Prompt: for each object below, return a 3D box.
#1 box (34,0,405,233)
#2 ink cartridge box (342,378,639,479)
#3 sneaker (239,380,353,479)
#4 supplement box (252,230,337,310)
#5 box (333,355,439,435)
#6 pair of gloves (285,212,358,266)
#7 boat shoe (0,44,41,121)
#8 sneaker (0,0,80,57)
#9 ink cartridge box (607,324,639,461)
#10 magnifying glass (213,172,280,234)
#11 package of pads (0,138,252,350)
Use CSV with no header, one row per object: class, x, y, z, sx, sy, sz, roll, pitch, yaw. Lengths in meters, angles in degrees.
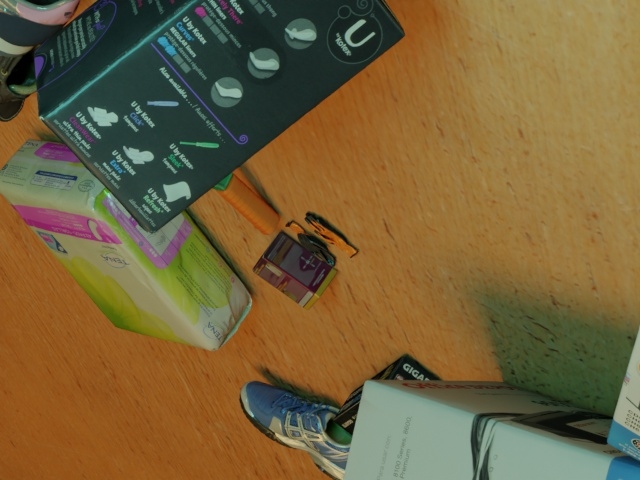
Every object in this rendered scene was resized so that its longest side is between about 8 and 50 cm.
box,-0.088,-0.162,1.427,0.143,0.270,0.165,48,-171,-27
ink cartridge box,0.257,0.268,1.776,0.394,0.166,0.285,15,-176,38
sneaker,-0.014,0.245,2.360,0.211,0.080,0.081,29,133,12
supplement box,-0.030,0.036,2.022,0.083,0.043,0.055,36,156,-2
box,0.126,0.238,2.173,0.175,0.051,0.220,37,155,-3
pair of gloves,0.000,0.000,1.959,0.074,0.010,0.083,41,156,-12
boat shoe,-0.354,-0.194,1.984,0.073,0.080,0.223,37,152,10
sneaker,-0.368,-0.332,1.755,0.131,0.112,0.319,-21,124,42
ink cartridge box,0.368,0.102,1.480,0.171,0.168,0.233,28,154,17
magnifying glass,-0.120,-0.078,1.902,0.026,0.092,0.231,6,152,41
package of pads,-0.242,0.005,2.172,0.229,0.101,0.296,10,146,46
